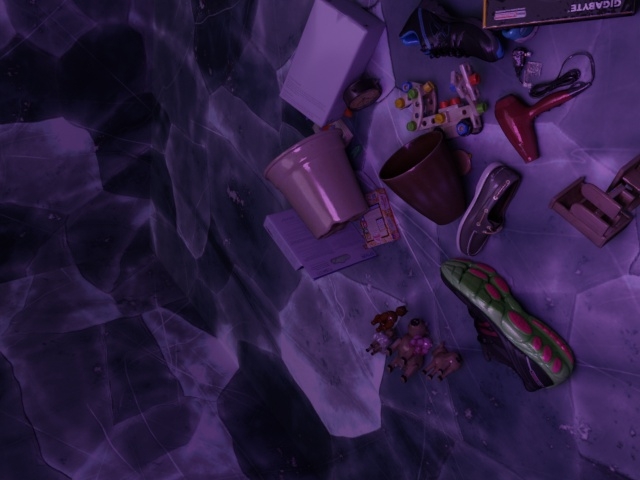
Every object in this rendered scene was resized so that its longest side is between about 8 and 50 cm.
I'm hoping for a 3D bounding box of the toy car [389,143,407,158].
[{"bbox_3d":[0.307,-0.219,1.747,0.136,0.159,0.182,84,164,-83],"label":"toy car"}]

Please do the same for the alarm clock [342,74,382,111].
[{"bbox_3d":[0.139,-0.495,1.860,0.192,0.129,0.064,100,145,-73],"label":"alarm clock"}]

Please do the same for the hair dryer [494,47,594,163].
[{"bbox_3d":[0.557,-0.343,1.402,0.223,0.080,0.294,30,127,42],"label":"hair dryer"}]

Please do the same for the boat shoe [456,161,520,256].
[{"bbox_3d":[0.487,-0.074,1.577,0.091,0.109,0.305,43,131,41],"label":"boat shoe"}]

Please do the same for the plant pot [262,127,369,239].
[{"bbox_3d":[0.011,-0.185,1.952,0.306,0.333,0.333,60,142,6],"label":"plant pot"}]

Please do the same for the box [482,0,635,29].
[{"bbox_3d":[0.539,-0.627,1.221,0.321,0.079,0.258,6,106,29],"label":"box"}]

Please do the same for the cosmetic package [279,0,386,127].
[{"bbox_3d":[0.033,-0.613,1.856,0.217,0.156,0.385,40,130,10],"label":"cosmetic package"}]

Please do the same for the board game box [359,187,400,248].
[{"bbox_3d":[0.204,-0.080,1.998,0.146,0.045,0.194,-19,88,54],"label":"board game box"}]

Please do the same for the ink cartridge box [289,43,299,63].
[{"bbox_3d":[-0.025,-0.724,1.996,0.207,0.097,0.046,-41,71,51],"label":"ink cartridge box"}]

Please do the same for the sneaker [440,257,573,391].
[{"bbox_3d":[0.511,0.249,1.613,0.483,0.185,0.202,53,135,27],"label":"sneaker"}]

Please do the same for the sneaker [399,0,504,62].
[{"bbox_3d":[0.362,-0.551,1.504,0.140,0.125,0.341,-48,48,5],"label":"sneaker"}]

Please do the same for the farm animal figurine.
[{"bbox_3d":[0.340,0.376,1.919,0.330,0.172,0.327,42,147,24],"label":"farm animal figurine"}]

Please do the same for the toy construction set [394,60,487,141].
[{"bbox_3d":[0.366,-0.401,1.587,0.327,0.151,0.215,0,104,64],"label":"toy construction set"}]

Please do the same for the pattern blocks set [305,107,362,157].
[{"bbox_3d":[0.043,-0.419,2.091,0.325,0.026,0.286,51,139,27],"label":"pattern blocks set"}]

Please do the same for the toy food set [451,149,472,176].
[{"bbox_3d":[0.429,-0.237,1.661,0.082,0.020,0.084,29,125,43],"label":"toy food set"}]

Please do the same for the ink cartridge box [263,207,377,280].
[{"bbox_3d":[0.000,0.000,2.063,0.330,0.323,0.071,54,141,24],"label":"ink cartridge box"}]

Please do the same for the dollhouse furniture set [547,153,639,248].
[{"bbox_3d":[0.658,-0.120,1.255,0.161,0.212,0.242,49,164,27],"label":"dollhouse furniture set"}]

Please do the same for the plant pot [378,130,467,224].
[{"bbox_3d":[0.324,-0.162,1.588,0.230,0.215,0.215,50,149,-20],"label":"plant pot"}]

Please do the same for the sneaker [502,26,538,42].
[{"bbox_3d":[0.475,-0.639,1.364,0.107,0.109,0.276,-16,90,54],"label":"sneaker"}]
